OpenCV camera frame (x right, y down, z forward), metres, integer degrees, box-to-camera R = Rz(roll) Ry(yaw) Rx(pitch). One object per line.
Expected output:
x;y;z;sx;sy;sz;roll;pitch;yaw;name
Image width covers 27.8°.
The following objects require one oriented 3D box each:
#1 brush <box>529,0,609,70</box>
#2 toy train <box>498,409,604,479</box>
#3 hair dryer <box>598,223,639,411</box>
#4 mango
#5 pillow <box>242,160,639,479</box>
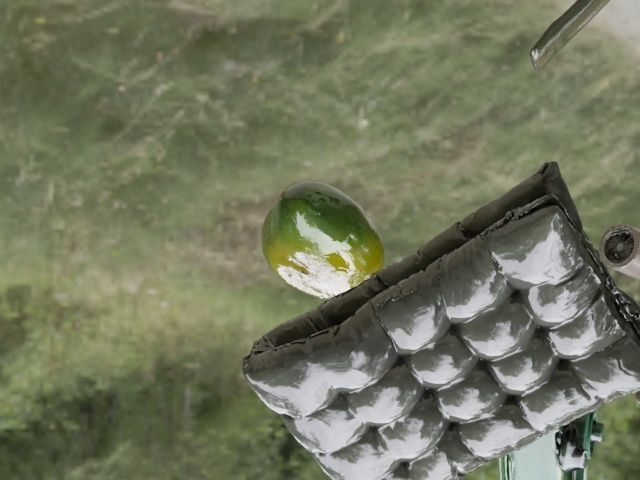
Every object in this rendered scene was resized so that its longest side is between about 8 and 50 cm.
0.205;-0.195;0.885;0.027;0.190;0.034;43;-179;23;brush
0.268;0.241;1.554;0.150;0.369;0.237;3;-142;15;toy train
0.364;0.108;1.462;0.195;0.220;0.054;20;174;-43;hair dryer
0.006;0.004;1.366;0.137;0.091;0.237;28;168;-4;mango
0.119;0.100;1.137;0.326;0.228;0.101;-29;-154;15;pillow
